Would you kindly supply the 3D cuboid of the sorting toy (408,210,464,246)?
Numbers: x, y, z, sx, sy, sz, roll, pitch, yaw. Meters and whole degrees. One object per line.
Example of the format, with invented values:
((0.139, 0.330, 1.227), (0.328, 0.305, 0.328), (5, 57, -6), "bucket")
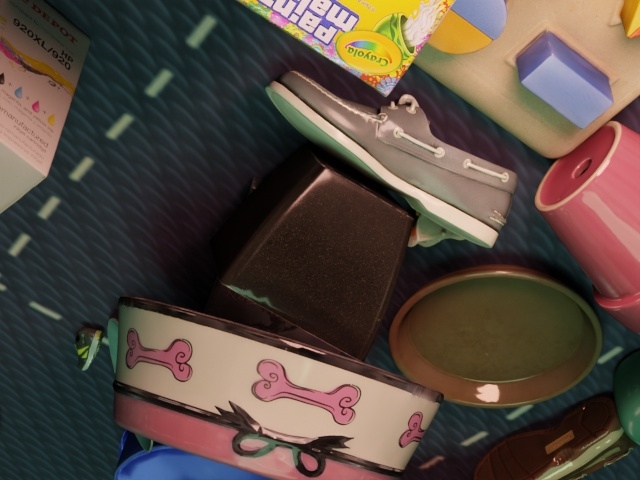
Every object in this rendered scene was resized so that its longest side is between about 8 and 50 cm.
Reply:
((0.127, -0.007, 1.505), (0.083, 0.045, 0.075), (-7, 157, -32), "sorting toy")

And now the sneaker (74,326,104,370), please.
((-0.327, 0.148, 1.733), (0.035, 0.031, 0.083), (28, 129, -2), "sneaker")

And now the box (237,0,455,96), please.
((0.002, -0.326, 1.035), (0.290, 0.177, 0.279), (30, 104, -22), "box")

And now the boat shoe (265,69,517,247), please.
((0.086, -0.110, 1.396), (0.319, 0.116, 0.099), (33, 87, -15), "boat shoe")

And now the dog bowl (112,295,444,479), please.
((-0.066, 0.196, 1.487), (0.408, 0.150, 0.408), (16, 172, 2), "dog bowl")

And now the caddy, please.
((-0.135, 0.340, 1.802), (0.341, 0.179, 0.241), (-5, 113, 10), "caddy")

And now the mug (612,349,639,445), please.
((0.468, 0.227, 1.657), (0.129, 0.097, 0.158), (-32, 120, 26), "mug")

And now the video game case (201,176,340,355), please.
((-0.030, 0.044, 1.594), (0.196, 0.026, 0.274), (16, 134, -9), "video game case")

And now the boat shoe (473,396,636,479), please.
((0.342, 0.318, 1.782), (0.257, 0.095, 0.095), (-32, 130, 32), "boat shoe")

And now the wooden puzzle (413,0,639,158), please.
((0.237, -0.241, 1.233), (0.322, 0.080, 0.348), (31, 131, -24), "wooden puzzle")

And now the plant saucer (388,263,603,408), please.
((0.228, 0.124, 1.633), (0.278, 0.041, 0.278), (3, 135, 3), "plant saucer")

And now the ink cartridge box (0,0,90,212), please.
((-0.372, -0.151, 1.287), (0.168, 0.232, 0.171), (-32, 124, 30), "ink cartridge box")

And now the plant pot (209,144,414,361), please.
((0.000, 0.000, 1.415), (0.187, 0.188, 0.167), (30, 99, -15), "plant pot")

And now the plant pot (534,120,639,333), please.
((0.345, -0.027, 1.369), (0.180, 0.201, 0.201), (40, 128, -12), "plant pot")

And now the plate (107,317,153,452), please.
((-0.248, 0.192, 1.674), (0.024, 0.188, 0.188), (-15, 139, -19), "plate")
